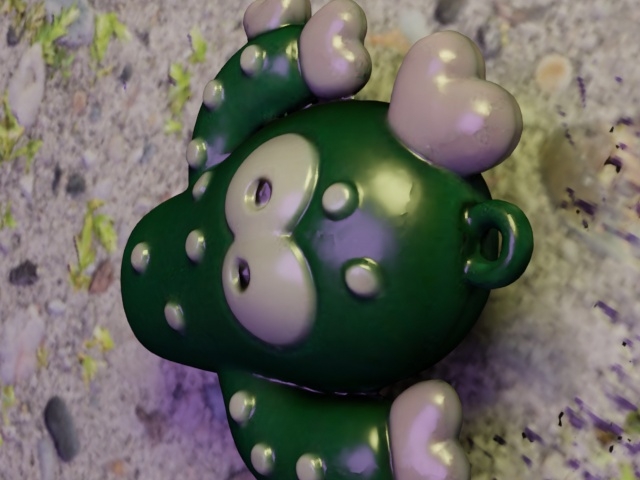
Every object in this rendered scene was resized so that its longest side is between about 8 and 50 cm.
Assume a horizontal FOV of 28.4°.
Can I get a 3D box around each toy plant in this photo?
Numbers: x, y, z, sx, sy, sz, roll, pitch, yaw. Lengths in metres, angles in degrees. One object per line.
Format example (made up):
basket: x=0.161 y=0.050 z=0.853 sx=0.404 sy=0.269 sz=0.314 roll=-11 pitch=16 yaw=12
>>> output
toy plant: x=0.001 y=0.005 z=0.601 sx=0.243 sy=0.112 sz=0.232 roll=28 pitch=106 yaw=44
